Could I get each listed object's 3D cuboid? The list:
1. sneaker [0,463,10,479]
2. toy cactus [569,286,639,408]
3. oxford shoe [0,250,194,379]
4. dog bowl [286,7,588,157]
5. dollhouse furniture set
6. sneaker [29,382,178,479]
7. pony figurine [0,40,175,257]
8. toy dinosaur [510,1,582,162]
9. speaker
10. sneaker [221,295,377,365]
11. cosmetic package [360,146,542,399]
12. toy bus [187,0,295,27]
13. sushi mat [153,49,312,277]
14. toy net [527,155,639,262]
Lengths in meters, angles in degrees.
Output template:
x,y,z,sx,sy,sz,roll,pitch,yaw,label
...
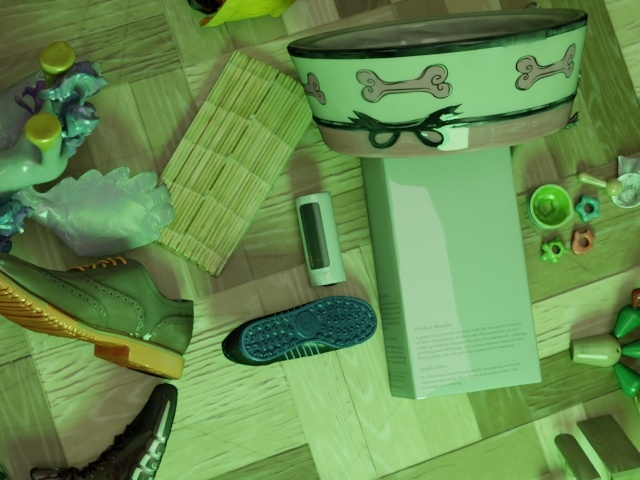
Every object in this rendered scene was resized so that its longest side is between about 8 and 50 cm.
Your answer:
x,y,z,sx,sy,sz,roll,pitch,yaw,label
-0.458,0.382,1.614,0.084,0.083,0.215,-12,86,-9,sneaker
0.470,0.169,1.790,0.180,0.112,0.219,-1,94,0,toy cactus
-0.315,0.072,1.589,0.364,0.130,0.132,32,69,-45,oxford shoe
0.164,-0.219,1.631,0.408,0.408,0.150,-10,105,-10,dog bowl
0.393,0.370,1.787,0.144,0.123,0.151,-10,122,-10,dollhouse furniture set
-0.309,0.310,1.636,0.162,0.106,0.281,21,82,-4,sneaker
-0.382,-0.108,1.566,0.351,0.363,0.303,-29,78,-24,pony figurine
0.336,-0.222,1.816,0.118,0.064,0.268,8,86,-2,toy dinosaur
0.000,0.000,1.740,0.055,0.055,0.136,-9,87,-10,speaker
-0.033,0.130,1.716,0.232,0.090,0.081,-7,85,-31,sneaker
0.185,0.035,1.717,0.197,0.155,0.365,-5,85,-11,cosmetic package
-0.090,-0.432,1.727,0.211,0.149,0.220,-8,84,-23,toy bus
-0.136,-0.114,1.744,0.151,0.019,0.316,30,80,-5,sushi mat
0.428,-0.055,1.821,0.232,0.045,0.122,-22,89,-11,toy net
